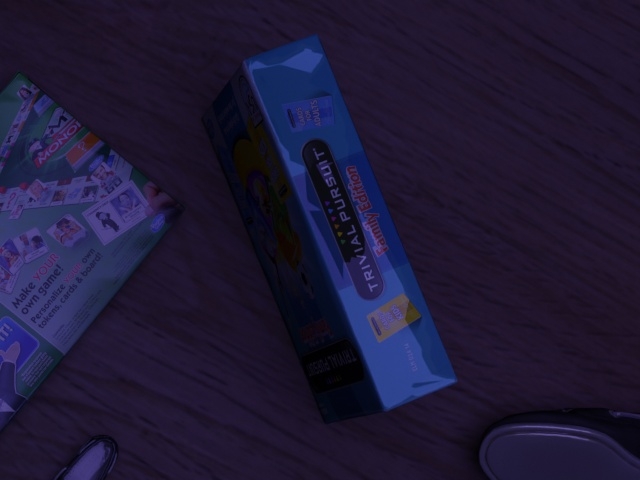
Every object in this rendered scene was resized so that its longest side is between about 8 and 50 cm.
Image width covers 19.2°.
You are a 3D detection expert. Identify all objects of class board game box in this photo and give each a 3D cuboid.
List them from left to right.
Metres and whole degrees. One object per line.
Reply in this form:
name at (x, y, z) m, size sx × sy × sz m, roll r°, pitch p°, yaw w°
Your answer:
board game box at (-0.310, 0.024, 1.817) m, size 0.213 × 0.046 × 0.317 m, roll 40°, pitch 76°, yaw -4°
board game box at (0.000, 0.000, 1.783) m, size 0.079 × 0.254 × 0.336 m, roll -21°, pitch 87°, yaw -14°

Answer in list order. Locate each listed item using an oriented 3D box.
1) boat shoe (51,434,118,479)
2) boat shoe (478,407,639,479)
boat shoe at (-0.236, 0.240, 1.805) m, size 0.046 × 0.038 × 0.125 m, roll 40°, pitch 75°, yaw -4°
boat shoe at (0.318, 0.227, 1.917) m, size 0.335 × 0.095 × 0.112 m, roll 11°, pitch 115°, yaw -7°
